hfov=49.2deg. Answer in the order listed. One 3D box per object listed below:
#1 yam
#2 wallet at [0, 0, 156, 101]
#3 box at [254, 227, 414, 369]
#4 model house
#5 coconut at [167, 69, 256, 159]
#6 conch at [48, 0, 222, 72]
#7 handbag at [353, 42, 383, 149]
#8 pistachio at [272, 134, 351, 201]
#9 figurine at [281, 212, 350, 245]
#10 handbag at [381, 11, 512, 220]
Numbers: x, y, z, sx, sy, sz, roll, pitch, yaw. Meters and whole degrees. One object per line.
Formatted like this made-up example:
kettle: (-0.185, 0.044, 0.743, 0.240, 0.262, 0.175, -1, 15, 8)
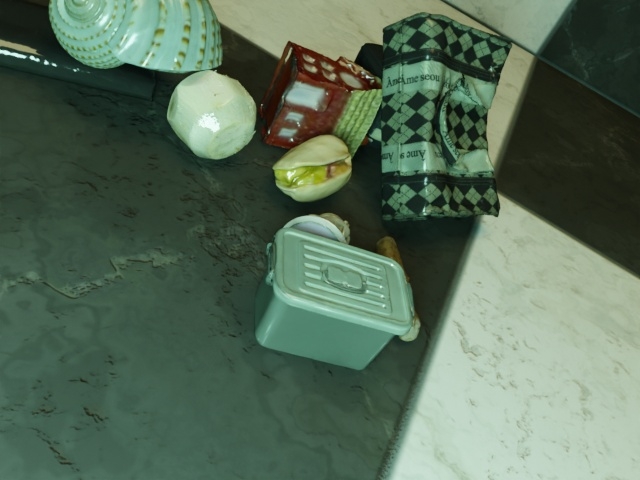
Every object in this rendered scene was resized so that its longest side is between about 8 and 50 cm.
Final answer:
yam: (0.139, 0.083, 1.269, 0.056, 0.057, 0.241, 16, 36, -19)
wallet: (-0.533, -0.393, 1.386, 0.405, 0.062, 0.228, 10, 39, -27)
box: (0.010, 0.098, 1.093, 0.243, 0.135, 0.163, 17, 38, -19)
model house: (0.013, -0.294, 1.529, 0.253, 0.196, 0.160, 12, 37, -24)
coconut: (-0.210, -0.246, 1.340, 0.161, 0.161, 0.162, -16, 63, -45)
conch: (-0.328, -0.430, 1.314, 0.302, 0.215, 0.319, 19, 28, 15)
handbag: (0.158, -0.339, 1.694, 0.181, 0.181, 0.254, 6, 41, -32)
pistachio: (-0.017, -0.139, 1.394, 0.145, 0.117, 0.200, 5, 28, 37)
figurine: (0.000, 0.000, 1.238, 0.132, 0.132, 0.154, 32, 23, 4)
handbag: (0.277, -0.243, 1.511, 0.316, 0.416, 0.180, 2, -1, -40)
